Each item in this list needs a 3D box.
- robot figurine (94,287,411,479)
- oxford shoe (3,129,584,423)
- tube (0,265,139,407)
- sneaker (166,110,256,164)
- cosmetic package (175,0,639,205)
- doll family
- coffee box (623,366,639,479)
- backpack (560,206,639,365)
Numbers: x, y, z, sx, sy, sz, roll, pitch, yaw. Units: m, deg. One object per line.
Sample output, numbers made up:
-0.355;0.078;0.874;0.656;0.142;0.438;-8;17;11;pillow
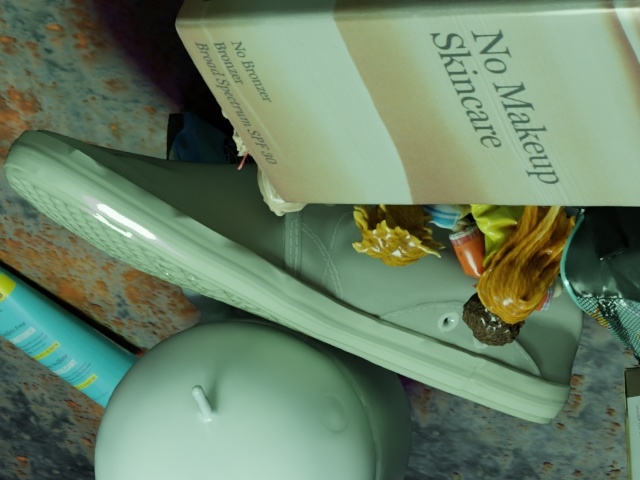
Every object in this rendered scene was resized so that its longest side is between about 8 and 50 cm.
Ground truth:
-0.045;0.154;1.379;0.200;0.300;0.353;-14;178;11;robot figurine
0.000;0.000;1.216;0.449;0.130;0.169;21;180;-33;oxford shoe
-0.246;0.067;1.587;0.207;0.052;0.080;37;134;-23;tube
-0.042;-0.047;1.290;0.073;0.063;0.162;-27;138;30;sneaker
0.099;-0.107;0.933;0.296;0.129;0.153;0;141;31;cosmetic package
0.074;-0.039;1.120;0.263;0.163;0.118;31;141;-24;doll family
0.349;0.128;1.287;0.246;0.098;0.141;-7;172;34;coffee box
0.234;0.007;1.016;0.144;0.166;0.188;9;154;32;backpack
